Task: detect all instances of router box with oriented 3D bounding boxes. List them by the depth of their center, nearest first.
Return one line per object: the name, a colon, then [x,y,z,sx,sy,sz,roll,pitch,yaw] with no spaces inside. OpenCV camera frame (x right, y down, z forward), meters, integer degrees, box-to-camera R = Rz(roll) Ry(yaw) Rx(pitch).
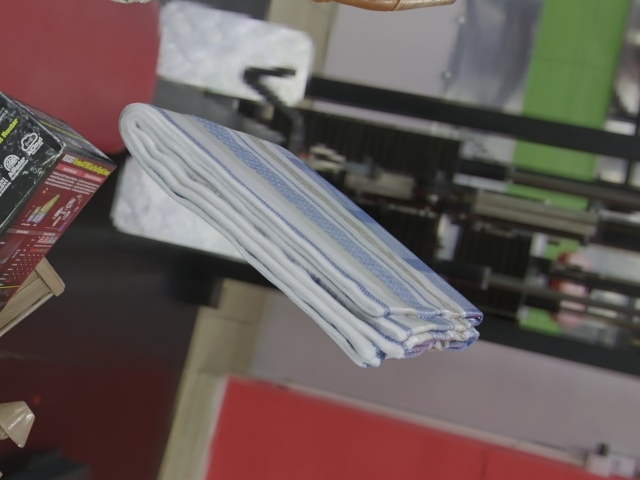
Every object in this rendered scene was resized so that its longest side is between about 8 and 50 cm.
router box: [-0.140,-0.013,0.625,0.092,0.038,0.122,-51,178,0]

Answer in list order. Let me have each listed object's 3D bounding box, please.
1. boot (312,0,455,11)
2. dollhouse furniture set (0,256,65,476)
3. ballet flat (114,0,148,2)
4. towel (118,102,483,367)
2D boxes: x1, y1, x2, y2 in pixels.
boot: [0.008,-0.343,1.600,0.109,0.220,0.283,109,-31,-41]
dollhouse furniture set: [-0.184,0.166,1.037,0.174,0.355,0.303,-40,166,-9]
ballet flat: [-0.135,-0.188,0.895,0.203,0.074,0.074,16,86,-53]
towel: [0.000,0.000,0.893,0.034,0.209,0.285,-50,167,9]
